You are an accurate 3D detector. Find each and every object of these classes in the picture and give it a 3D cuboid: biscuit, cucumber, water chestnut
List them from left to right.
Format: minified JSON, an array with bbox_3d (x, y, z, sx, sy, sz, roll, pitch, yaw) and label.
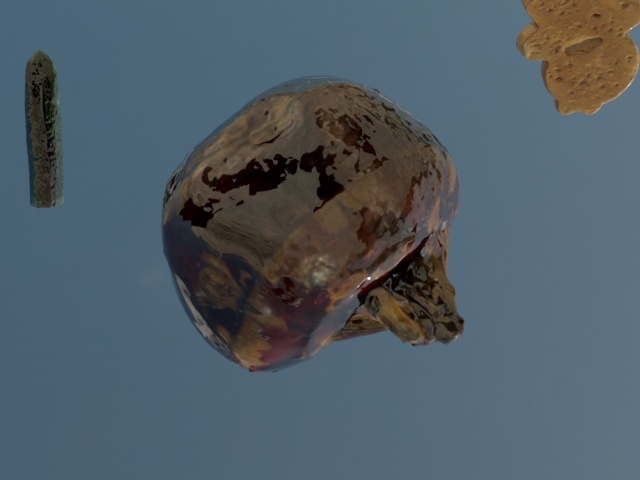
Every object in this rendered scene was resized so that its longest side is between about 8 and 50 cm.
[{"bbox_3d":[-0.233,-0.094,1.351,0.032,0.133,0.032,1,-162,0],"label":"cucumber"},{"bbox_3d":[0.000,0.000,1.146,0.238,0.224,0.223,48,-128,9],"label":"water chestnut"},{"bbox_3d":[0.278,-0.213,1.682,0.133,0.184,0.027,-29,-140,15],"label":"biscuit"}]
